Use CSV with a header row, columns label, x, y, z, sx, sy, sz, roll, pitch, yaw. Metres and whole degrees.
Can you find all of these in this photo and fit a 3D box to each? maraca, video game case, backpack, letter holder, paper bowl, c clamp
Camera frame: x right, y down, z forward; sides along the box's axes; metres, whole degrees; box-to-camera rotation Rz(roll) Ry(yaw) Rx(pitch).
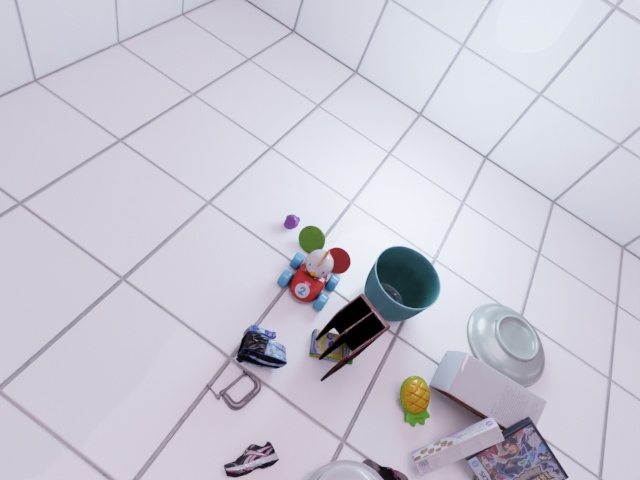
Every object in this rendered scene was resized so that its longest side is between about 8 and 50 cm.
label,x,y,z,sx,sy,sz,roll,pitch,yaw
maraca,0.364,0.614,1.690,0.127,0.099,0.186,-4,83,-14
video game case,0.694,0.803,1.573,0.274,0.035,0.248,-33,91,7
backpack,-0.199,0.390,1.583,0.173,0.158,0.117,20,59,-11
letter holder,0.070,0.356,1.568,0.214,0.302,0.152,-29,71,-32
paper bowl,0.078,0.809,1.337,0.283,0.148,0.284,-2,35,2
c clamp,-0.293,0.515,1.546,0.160,0.022,0.137,-29,71,-34

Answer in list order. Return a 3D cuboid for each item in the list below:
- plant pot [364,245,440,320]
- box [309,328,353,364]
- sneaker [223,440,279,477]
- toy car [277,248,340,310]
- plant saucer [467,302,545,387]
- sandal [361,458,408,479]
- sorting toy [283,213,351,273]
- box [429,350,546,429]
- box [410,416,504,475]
label,x,y,z,sx,sy,sz,roll,pitch,yaw
plant pot,0.318,0.207,1.860,0.292,0.235,0.293,11,53,-15
box,0.050,0.420,1.733,0.179,0.043,0.105,16,53,-12
sneaker,-0.228,0.702,1.424,0.178,0.072,0.077,0,45,-31
toy car,-0.023,0.124,1.784,0.219,0.238,0.210,32,52,3
plant saucer,0.862,0.451,1.991,0.399,0.101,0.401,11,54,-15
sandal,0.226,0.815,1.528,0.179,0.040,0.067,25,52,-3
sorting toy,0.000,0.000,1.987,0.365,0.127,0.126,38,23,10
box,0.635,0.589,1.704,0.345,0.215,0.168,31,78,2
box,0.482,0.729,1.562,0.323,0.063,0.067,-26,97,3
